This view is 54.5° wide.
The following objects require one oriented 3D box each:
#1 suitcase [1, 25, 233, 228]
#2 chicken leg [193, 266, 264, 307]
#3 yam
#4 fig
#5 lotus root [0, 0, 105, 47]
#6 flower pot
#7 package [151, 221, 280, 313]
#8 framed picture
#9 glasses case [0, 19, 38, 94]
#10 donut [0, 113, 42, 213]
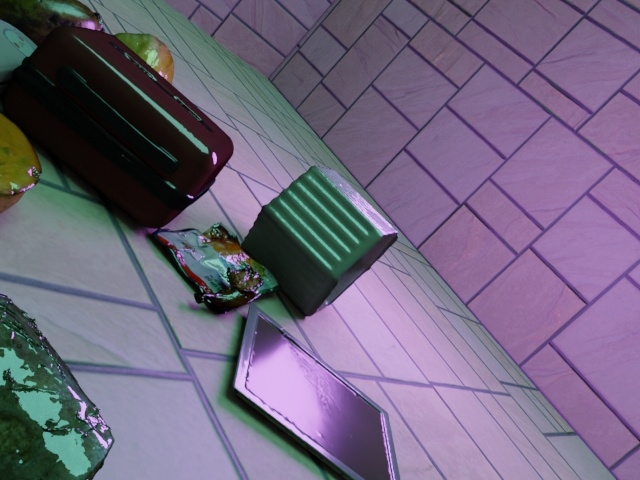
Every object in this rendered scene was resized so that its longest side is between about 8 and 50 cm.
[{"bbox_3d":[-0.286,-0.170,0.928,0.297,0.161,0.236,42,12,-10],"label":"suitcase"},{"bbox_3d":[-0.123,0.068,0.883,0.062,0.037,0.145,35,23,6],"label":"chicken leg"},{"bbox_3d":[-0.217,0.116,0.423,0.183,0.107,0.107,49,14,8],"label":"yam"},{"bbox_3d":[-0.348,-0.286,1.147,0.159,0.159,0.257,36,23,-31],"label":"fig"},{"bbox_3d":[-0.477,-0.374,1.074,0.209,0.120,0.120,0,37,-30],"label":"lotus root"},{"bbox_3d":[0.000,0.000,1.146,0.189,0.209,0.239,46,16,10],"label":"flower pot"},{"bbox_3d":[-0.150,0.034,0.979,0.166,0.040,0.232,47,16,12],"label":"package"},{"bbox_3d":[-0.002,0.229,0.863,0.296,0.019,0.232,41,14,-13],"label":"framed picture"},{"bbox_3d":[-0.467,-0.253,0.841,0.113,0.075,0.297,43,15,-12],"label":"glasses case"},{"bbox_3d":[-0.379,-0.088,0.639,0.162,0.065,0.178,26,23,-39],"label":"donut"}]
